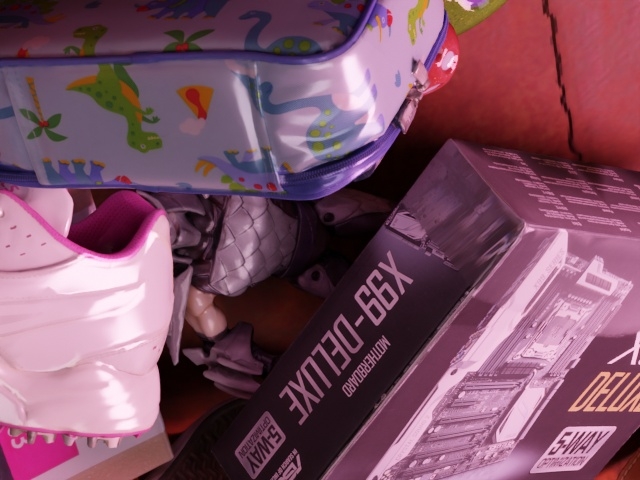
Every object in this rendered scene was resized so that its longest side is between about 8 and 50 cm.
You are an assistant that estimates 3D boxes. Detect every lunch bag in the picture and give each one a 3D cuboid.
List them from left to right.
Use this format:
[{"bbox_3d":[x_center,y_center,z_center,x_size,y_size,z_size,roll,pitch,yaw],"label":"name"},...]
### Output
[{"bbox_3d":[-0.054,-0.098,0.953,0.219,0.176,0.090,0,126,20],"label":"lunch bag"}]

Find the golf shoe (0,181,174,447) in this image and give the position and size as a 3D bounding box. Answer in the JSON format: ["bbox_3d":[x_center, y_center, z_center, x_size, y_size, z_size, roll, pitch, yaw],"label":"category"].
[{"bbox_3d":[-0.202,0.019,0.962,0.306,0.115,0.140,9,103,-42],"label":"golf shoe"}]

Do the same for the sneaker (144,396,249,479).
[{"bbox_3d":[-0.083,0.188,1.232,0.290,0.106,0.123,-27,160,-44],"label":"sneaker"}]

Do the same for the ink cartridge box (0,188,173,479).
[{"bbox_3d":[-0.205,0.063,1.105,0.193,0.088,0.235,-26,129,-15],"label":"ink cartridge box"}]

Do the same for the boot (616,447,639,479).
[{"bbox_3d":[0.272,0.104,1.406,0.262,0.095,0.203,-42,135,18],"label":"boot"}]

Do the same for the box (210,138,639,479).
[{"bbox_3d":[0.115,0.065,1.181,0.307,0.076,0.242,6,127,-51],"label":"box"}]

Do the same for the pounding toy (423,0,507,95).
[{"bbox_3d":[0.084,-0.154,1.045,0.236,0.110,0.183,-12,138,-11],"label":"pounding toy"}]

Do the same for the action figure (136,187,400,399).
[{"bbox_3d":[0.000,0.000,1.167,0.285,0.099,0.185,6,113,-40],"label":"action figure"}]

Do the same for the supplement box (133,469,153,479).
[{"bbox_3d":[-0.046,0.195,1.354,0.188,0.081,0.104,-11,135,-23],"label":"supplement box"}]
